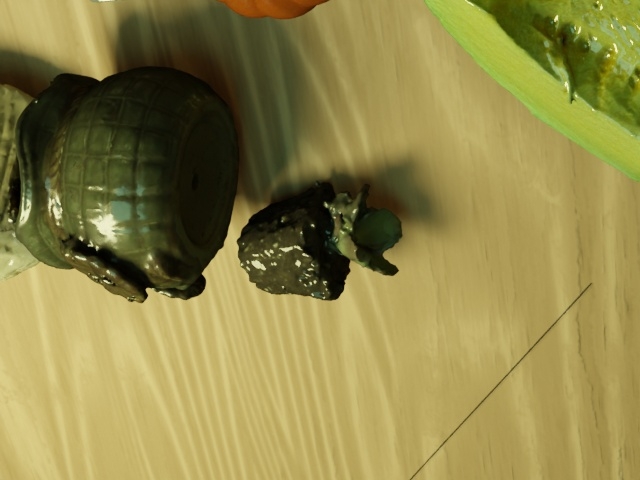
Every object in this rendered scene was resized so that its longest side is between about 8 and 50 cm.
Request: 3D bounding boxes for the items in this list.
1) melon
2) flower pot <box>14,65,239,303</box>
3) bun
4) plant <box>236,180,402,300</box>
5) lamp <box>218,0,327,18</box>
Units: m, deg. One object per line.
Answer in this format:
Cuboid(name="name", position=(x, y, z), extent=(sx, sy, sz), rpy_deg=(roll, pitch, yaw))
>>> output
Cuboid(name="melon", position=(0.287, -0.246, 1.452), extent=(0.343, 0.226, 0.331), rpy_deg=(39, 137, 7))
Cuboid(name="flower pot", position=(-0.236, -0.065, 1.693), extent=(0.213, 0.302, 0.302), rpy_deg=(7, 123, 18))
Cuboid(name="bun", position=(-0.463, -0.064, 1.806), extent=(0.281, 0.281, 0.205), rpy_deg=(23, 158, 3))
Cuboid(name="plant", position=(0.000, 0.000, 1.750), extent=(0.203, 0.131, 0.142), rpy_deg=(-1, 121, 30))
Cuboid(name="lamp", position=(-0.057, -0.355, 1.501), extent=(0.223, 0.196, 0.223), rpy_deg=(8, 121, 14))
